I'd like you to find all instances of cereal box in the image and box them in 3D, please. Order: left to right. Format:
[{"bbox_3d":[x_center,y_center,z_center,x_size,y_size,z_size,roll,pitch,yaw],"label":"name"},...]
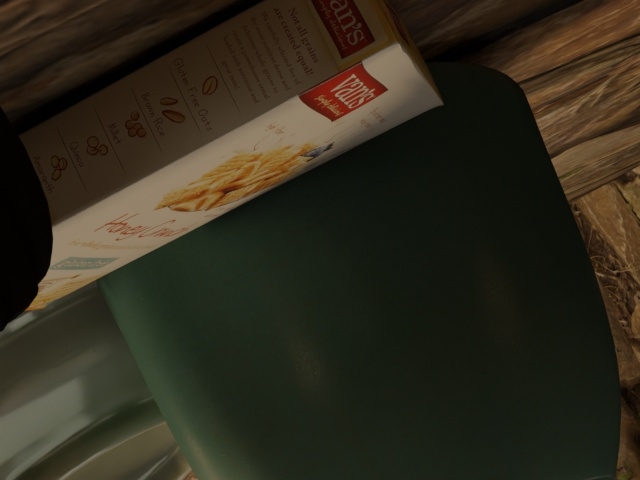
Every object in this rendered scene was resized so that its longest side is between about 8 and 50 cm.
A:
[{"bbox_3d":[-0.066,-0.035,0.550,0.240,0.047,0.173,-26,174,10],"label":"cereal box"}]

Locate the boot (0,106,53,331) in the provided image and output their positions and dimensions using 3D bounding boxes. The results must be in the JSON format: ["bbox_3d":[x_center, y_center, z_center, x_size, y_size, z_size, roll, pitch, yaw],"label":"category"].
[{"bbox_3d":[-0.241,0.058,0.249,0.260,0.131,0.348,-28,174,24],"label":"boot"}]

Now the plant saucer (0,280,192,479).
[{"bbox_3d":[-0.189,0.158,0.944,0.400,0.100,0.400,-34,160,-14],"label":"plant saucer"}]

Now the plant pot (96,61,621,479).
[{"bbox_3d":[0.040,0.076,0.734,0.293,0.235,0.293,-20,159,-8],"label":"plant pot"}]
